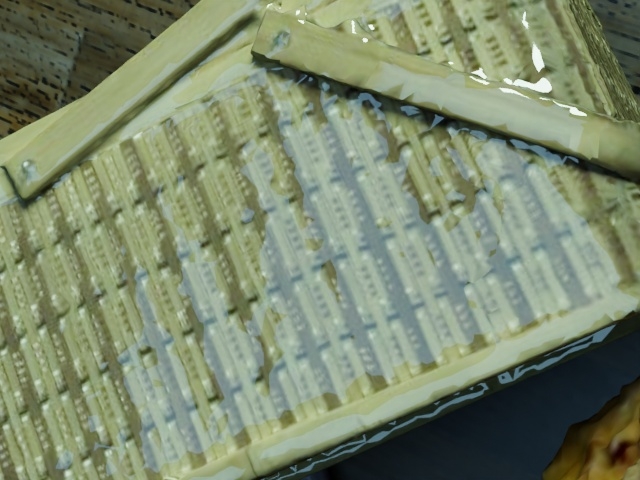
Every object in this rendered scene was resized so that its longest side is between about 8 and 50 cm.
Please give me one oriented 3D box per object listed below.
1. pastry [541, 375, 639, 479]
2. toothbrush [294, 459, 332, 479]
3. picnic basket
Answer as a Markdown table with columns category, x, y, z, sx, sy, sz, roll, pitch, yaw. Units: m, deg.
| category | x | y | z | sx | sy | sz | roll | pitch | yaw |
| --- | --- | --- | --- | --- | --- | --- | --- | --- | --- |
| pastry | 0.193 | 0.220 | 0.483 | 0.337 | 0.292 | 0.405 | -31 | 77 | 8 |
| toothbrush | -0.002 | 0.145 | 0.729 | 0.029 | 0.024 | 0.354 | -23 | 79 | 28 |
| picnic basket | 0.000 | 0.000 | 0.608 | 0.313 | 0.228 | 0.175 | -26 | 79 | 16 |
